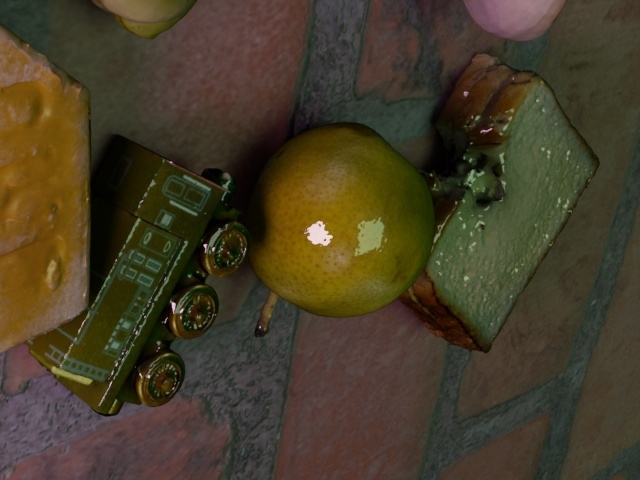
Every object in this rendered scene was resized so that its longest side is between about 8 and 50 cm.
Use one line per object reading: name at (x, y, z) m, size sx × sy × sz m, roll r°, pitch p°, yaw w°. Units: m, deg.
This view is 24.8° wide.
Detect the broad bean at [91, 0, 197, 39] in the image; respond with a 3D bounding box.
broad bean at (-0.111, -0.232, 1.042) m, size 0.124 × 0.082 × 0.174 m, roll 8°, pitch 107°, yaw -54°

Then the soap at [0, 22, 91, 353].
soap at (-0.237, -0.046, 1.000) m, size 0.160 × 0.080 × 0.257 m, roll -28°, pitch 133°, yaw -43°

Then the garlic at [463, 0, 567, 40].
garlic at (0.165, -0.301, 1.338) m, size 0.143 × 0.178 × 0.229 m, roll 2°, pitch 94°, yaw -22°

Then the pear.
pear at (0.000, 0.000, 1.307) m, size 0.216 × 0.166 × 0.180 m, roll -44°, pitch 162°, yaw 10°

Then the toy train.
toy train at (-0.149, 0.034, 1.176) m, size 0.137 × 0.090 × 0.225 m, roll 27°, pitch 90°, yaw -50°

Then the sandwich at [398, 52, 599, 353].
sandwich at (0.172, -0.037, 1.559) m, size 0.273 × 0.095 × 0.249 m, roll -58°, pitch 147°, yaw -9°
